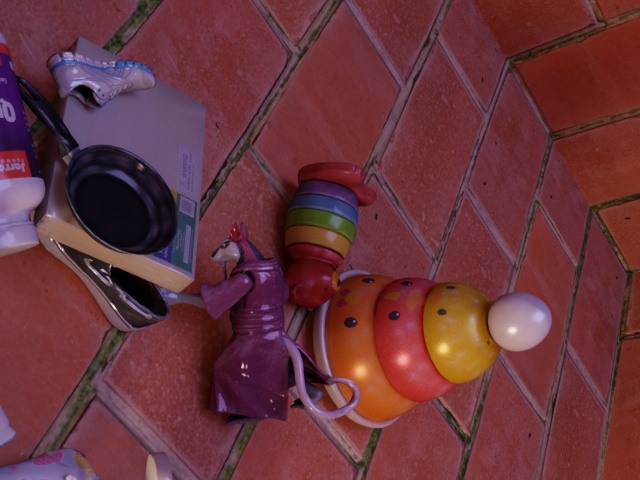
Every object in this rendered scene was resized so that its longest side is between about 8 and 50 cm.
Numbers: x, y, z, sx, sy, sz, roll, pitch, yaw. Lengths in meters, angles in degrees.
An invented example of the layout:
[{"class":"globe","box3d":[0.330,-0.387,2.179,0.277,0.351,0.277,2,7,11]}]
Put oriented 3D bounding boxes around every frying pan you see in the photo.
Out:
[{"class":"frying pan","box3d":[-0.357,-0.090,1.484,0.326,0.053,0.197,33,41,-24]}]

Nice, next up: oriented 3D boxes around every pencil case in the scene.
[{"class":"pencil case","box3d":[-0.434,0.370,1.344,0.273,0.124,0.113,-5,102,-53]}]

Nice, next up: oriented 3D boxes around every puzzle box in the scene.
[{"class":"puzzle box","box3d":[-0.324,-0.132,1.644,0.272,0.052,0.408,28,43,-32]}]

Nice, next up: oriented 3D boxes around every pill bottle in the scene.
[{"class":"pill bottle","box3d":[-0.504,-0.136,1.401,0.181,0.182,0.322,-14,87,-55]}]

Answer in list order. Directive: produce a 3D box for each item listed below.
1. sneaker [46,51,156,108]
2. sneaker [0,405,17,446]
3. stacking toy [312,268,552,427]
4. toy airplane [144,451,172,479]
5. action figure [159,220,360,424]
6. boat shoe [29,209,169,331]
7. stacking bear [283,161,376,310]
[{"class":"sneaker","box3d":[-0.356,-0.252,1.618,0.191,0.071,0.082,-2,68,-39]},{"class":"sneaker","box3d":[-0.519,0.275,1.311,0.092,0.087,0.229,61,32,2]},{"class":"stacking toy","box3d":[0.257,0.188,2.040,0.351,0.480,0.350,26,56,-47]},{"class":"toy airplane","box3d":[-0.254,0.541,1.366,0.384,0.273,0.386,102,-7,-51]},{"class":"action figure","box3d":[-0.115,0.147,1.758,0.248,0.276,0.370,-19,106,-49]},{"class":"boat shoe","box3d":[-0.354,0.022,1.607,0.301,0.102,0.108,59,38,-20]},{"class":"stacking bear","box3d":[0.000,0.000,2.052,0.175,0.164,0.288,55,44,-62]}]
